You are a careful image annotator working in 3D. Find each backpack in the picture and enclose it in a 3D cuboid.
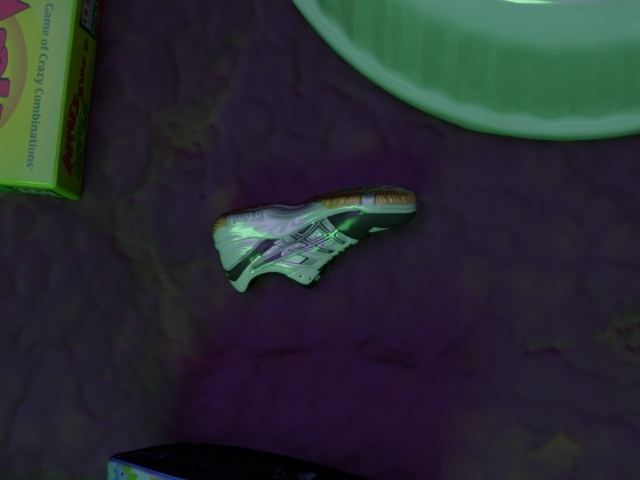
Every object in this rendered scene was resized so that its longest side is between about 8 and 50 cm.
[{"bbox_3d":[-0.029,0.121,0.732,0.114,0.105,0.084,12,85,13],"label":"backpack"}]

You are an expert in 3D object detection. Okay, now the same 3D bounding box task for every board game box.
[{"bbox_3d":[-0.186,-0.072,0.802,0.181,0.043,0.092,5,85,8],"label":"board game box"}]

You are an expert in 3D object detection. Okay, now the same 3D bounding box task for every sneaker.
[{"bbox_3d":[0.000,0.000,0.782,0.083,0.032,0.037,-10,97,11],"label":"sneaker"}]

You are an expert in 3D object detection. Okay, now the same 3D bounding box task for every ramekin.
[{"bbox_3d":[0.094,-0.177,0.735,0.273,0.127,0.272,-1,84,8],"label":"ramekin"}]
